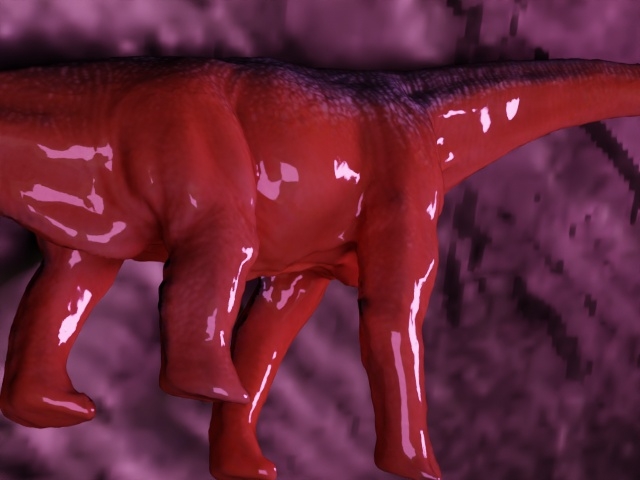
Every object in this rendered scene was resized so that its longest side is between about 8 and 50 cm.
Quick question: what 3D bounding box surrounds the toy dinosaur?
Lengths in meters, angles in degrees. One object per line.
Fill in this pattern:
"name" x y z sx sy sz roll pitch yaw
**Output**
"toy dinosaur" 0.003 -0.001 0.358 0.280 0.055 0.101 8 79 -28
